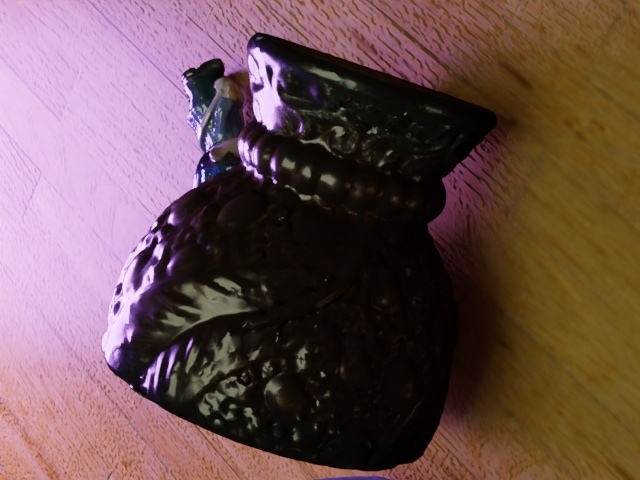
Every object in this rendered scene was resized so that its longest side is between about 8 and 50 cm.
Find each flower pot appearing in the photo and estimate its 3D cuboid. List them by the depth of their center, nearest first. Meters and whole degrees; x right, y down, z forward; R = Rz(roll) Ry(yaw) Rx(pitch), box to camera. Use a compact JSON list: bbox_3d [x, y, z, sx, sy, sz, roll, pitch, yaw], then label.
[{"bbox_3d":[0.000,0.000,1.135,0.266,0.266,0.267,27,102,39],"label":"flower pot"}]

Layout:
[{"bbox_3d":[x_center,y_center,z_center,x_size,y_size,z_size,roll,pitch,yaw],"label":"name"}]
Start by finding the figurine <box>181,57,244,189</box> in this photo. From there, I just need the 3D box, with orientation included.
[{"bbox_3d":[-0.082,-0.082,1.318,0.086,0.087,0.149,101,148,-70],"label":"figurine"}]

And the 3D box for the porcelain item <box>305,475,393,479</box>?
[{"bbox_3d":[0.032,0.400,1.186,0.242,0.178,0.405,14,101,43],"label":"porcelain item"}]
